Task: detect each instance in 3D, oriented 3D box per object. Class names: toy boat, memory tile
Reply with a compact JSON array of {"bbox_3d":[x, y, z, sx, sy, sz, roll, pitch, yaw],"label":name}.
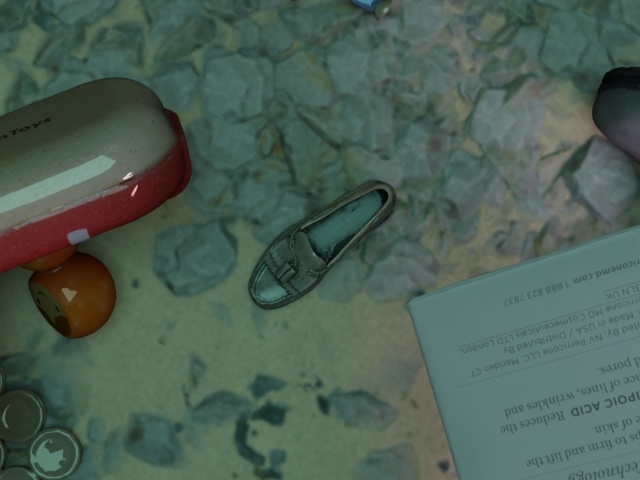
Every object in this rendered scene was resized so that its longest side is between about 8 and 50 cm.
[{"bbox_3d":[-0.186,0.000,0.842,0.231,0.151,0.151,-22,115,-3],"label":"toy boat"},{"bbox_3d":[-0.248,0.136,0.878,0.148,0.012,0.113,42,86,3],"label":"memory tile"}]

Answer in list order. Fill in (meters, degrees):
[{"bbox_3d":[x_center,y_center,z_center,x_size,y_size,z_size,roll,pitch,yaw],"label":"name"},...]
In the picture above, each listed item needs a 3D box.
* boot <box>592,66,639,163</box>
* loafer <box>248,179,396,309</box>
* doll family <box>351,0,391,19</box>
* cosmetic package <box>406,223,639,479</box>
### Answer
[{"bbox_3d":[0.281,0.053,0.848,0.338,0.118,0.222,36,91,6],"label":"boot"},{"bbox_3d":[0.000,0.000,0.878,0.125,0.039,0.045,-39,88,-4],"label":"loafer"},{"bbox_3d":[0.040,-0.247,0.880,0.111,0.076,0.193,33,80,-18],"label":"doll family"},{"bbox_3d":[0.199,0.190,0.713,0.156,0.217,0.385,-21,83,23],"label":"cosmetic package"}]
